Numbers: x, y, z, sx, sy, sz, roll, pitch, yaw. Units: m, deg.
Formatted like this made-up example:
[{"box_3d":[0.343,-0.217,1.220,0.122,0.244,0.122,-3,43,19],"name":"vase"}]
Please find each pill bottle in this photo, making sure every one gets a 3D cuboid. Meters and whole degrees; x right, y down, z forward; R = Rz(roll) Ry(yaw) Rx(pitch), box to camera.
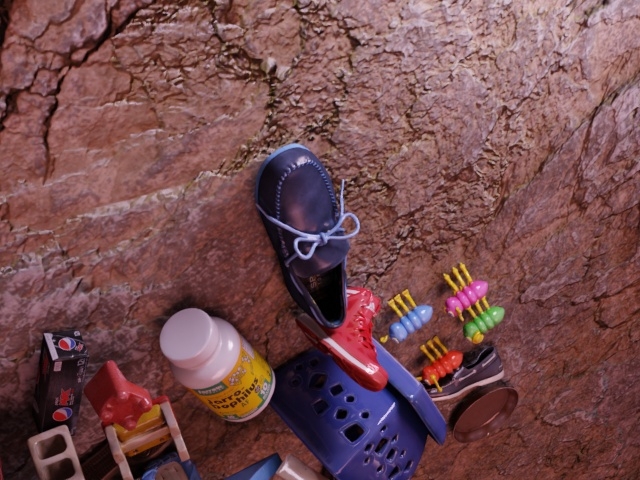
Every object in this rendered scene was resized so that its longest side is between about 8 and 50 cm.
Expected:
[{"box_3d":[-0.160,0.188,1.658,0.117,0.117,0.208,-37,142,-2],"name":"pill bottle"}]

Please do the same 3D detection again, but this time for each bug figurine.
[{"box_3d":[0.231,0.161,1.974,0.216,0.072,0.279,-38,141,0],"name":"bug figurine"}]

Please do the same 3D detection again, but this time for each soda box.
[{"box_3d":[-0.375,0.208,1.554,0.053,0.060,0.169,-4,131,-29],"name":"soda box"}]

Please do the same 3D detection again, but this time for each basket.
[{"box_3d":[-0.208,0.440,1.768,0.289,0.201,0.255,-32,174,10],"name":"basket"}]

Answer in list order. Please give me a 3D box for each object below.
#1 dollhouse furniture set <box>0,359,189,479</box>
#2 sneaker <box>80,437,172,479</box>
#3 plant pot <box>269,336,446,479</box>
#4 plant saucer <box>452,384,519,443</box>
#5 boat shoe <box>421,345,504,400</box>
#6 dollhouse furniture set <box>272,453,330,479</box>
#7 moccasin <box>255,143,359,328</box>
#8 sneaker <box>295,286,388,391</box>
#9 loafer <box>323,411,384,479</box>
[{"box_3d":[-0.394,0.261,1.482,0.374,0.152,0.201,-22,131,-13],"name":"dollhouse furniture set"},{"box_3d":[-0.318,0.352,1.758,0.188,0.066,0.071,-30,159,-2],"name":"sneaker"},{"box_3d":[0.070,0.301,1.869,0.212,0.236,0.236,-42,142,-6],"name":"plant pot"},{"box_3d":[0.346,0.365,2.304,0.168,0.029,0.168,-22,138,-21],"name":"plant saucer"},{"box_3d":[0.267,0.261,2.123,0.206,0.075,0.065,-15,104,-24],"name":"boat shoe"},{"box_3d":[-0.052,0.489,1.706,0.242,0.161,0.212,-53,170,-36],"name":"dollhouse furniture set"},{"box_3d":[0.000,0.000,1.594,0.137,0.117,0.342,-31,141,-9],"name":"moccasin"},{"box_3d":[0.062,0.140,1.714,0.128,0.221,0.087,-43,134,-11],"name":"sneaker"},{"box_3d":[0.080,0.475,2.123,0.134,0.130,0.366,-27,141,-14],"name":"loafer"}]
